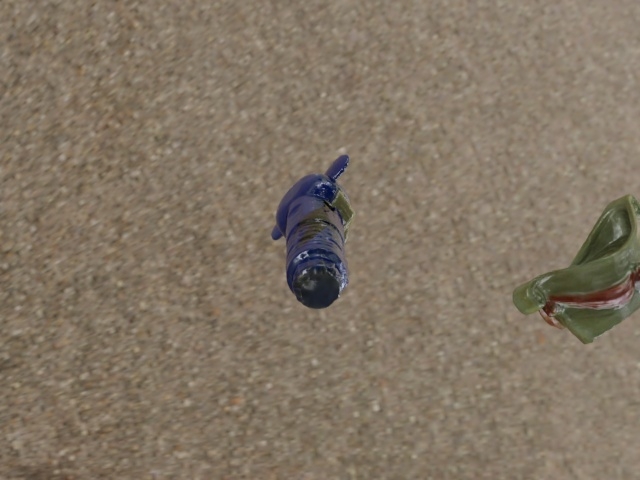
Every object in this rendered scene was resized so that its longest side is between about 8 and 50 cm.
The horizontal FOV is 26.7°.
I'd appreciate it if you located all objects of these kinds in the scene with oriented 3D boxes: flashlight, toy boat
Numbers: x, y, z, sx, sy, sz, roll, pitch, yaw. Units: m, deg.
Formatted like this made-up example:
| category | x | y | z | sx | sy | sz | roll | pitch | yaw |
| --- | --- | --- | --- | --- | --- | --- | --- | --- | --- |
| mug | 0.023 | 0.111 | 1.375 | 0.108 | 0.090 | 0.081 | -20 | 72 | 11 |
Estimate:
| category | x | y | z | sx | sy | sz | roll | pitch | yaw |
| --- | --- | --- | --- | --- | --- | --- | --- | --- | --- |
| flashlight | 0.000 | 0.000 | 0.627 | 0.035 | 0.057 | 0.121 | 40 | 15 | -17 |
| toy boat | 0.214 | 0.028 | 1.049 | 0.185 | 0.089 | 0.071 | -34 | 93 | -44 |
